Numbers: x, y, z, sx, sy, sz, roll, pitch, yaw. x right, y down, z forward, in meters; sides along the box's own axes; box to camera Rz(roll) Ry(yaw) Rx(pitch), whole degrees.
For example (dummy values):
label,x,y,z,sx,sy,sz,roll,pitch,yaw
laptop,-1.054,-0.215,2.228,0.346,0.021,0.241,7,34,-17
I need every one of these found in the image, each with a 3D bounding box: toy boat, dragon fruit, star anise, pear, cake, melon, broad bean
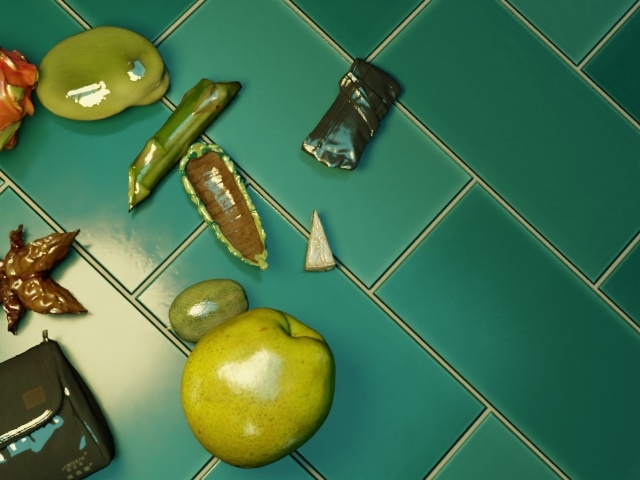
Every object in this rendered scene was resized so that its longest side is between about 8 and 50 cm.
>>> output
label,x,y,z,sx,sy,sz,roll,pitch,yaw
toy boat,-0.178,-0.056,1.879,0.108,0.099,0.293,-29,78,-9
dragon fruit,-0.642,-0.266,1.800,0.224,0.224,0.227,38,98,1
star anise,-0.577,0.107,1.781,0.237,0.148,0.346,41,69,4
pear,-0.112,0.271,1.746,0.294,0.294,0.294,1,81,-6
cake,0.000,0.000,1.912,0.065,0.052,0.121,3,80,-1
melon,-0.219,0.135,1.833,0.167,0.114,0.114,-24,84,-9
broad bean,-0.432,-0.331,1.881,0.263,0.121,0.189,-11,79,-6

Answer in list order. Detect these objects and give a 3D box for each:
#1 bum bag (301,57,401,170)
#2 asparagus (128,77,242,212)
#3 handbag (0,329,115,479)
label,x,y,z,sx,sy,sz,roll,pitch,yaw
bum bag,0.065,-0.253,1.954,0.123,0.060,0.248,32,77,-2
asparagus,-0.289,-0.202,1.898,0.085,0.082,0.343,44,80,-18
handbag,-0.554,0.340,1.715,0.302,0.178,0.275,-25,95,-9
